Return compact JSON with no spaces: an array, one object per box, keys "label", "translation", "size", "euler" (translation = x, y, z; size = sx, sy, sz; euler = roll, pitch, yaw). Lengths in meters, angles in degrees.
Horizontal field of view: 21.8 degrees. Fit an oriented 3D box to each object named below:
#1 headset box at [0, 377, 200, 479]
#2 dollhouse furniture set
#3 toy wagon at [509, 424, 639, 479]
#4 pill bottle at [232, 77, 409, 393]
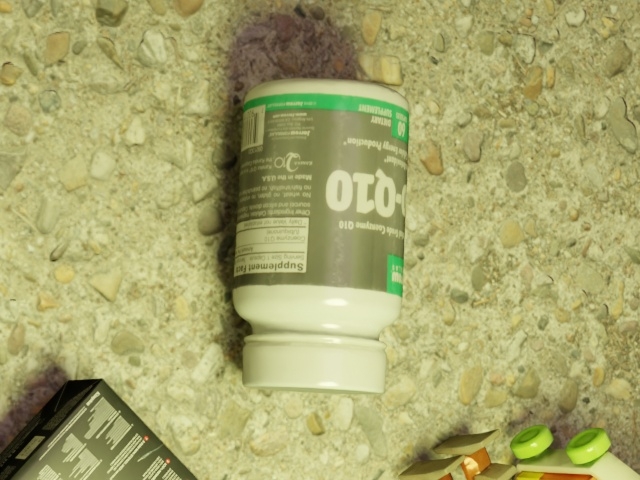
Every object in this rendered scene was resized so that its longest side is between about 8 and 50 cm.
[{"label":"headset box","translation":[-0.239,0.333,1.872],"size":[0.293,0.110,0.218],"euler":[48,65,-17]},{"label":"dollhouse furniture set","translation":[0.165,0.409,2.112],"size":[0.259,0.135,0.262],"euler":[-30,100,-40]},{"label":"toy wagon","translation":[0.377,0.360,2.090],"size":[0.068,0.344,0.267],"euler":[-37,103,-26]},{"label":"pill bottle","translation":[0.000,0.000,1.992],"size":[0.204,0.204,0.361],"euler":[6,82,-29]}]
